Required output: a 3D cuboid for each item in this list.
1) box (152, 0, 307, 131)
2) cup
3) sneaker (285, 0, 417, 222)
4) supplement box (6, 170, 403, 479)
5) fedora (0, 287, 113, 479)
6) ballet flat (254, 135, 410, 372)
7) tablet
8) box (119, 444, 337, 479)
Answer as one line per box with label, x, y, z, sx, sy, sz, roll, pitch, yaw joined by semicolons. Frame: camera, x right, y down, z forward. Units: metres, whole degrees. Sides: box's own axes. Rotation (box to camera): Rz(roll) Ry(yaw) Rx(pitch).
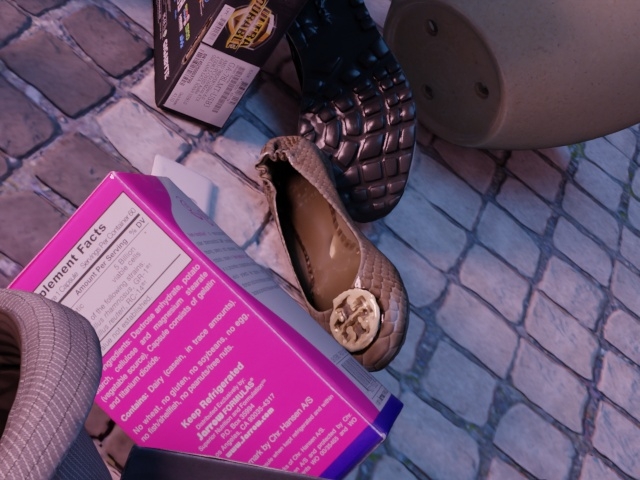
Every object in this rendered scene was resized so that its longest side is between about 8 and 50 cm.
box;-0.055;-0.296;0.996;0.073;0.293;0.295;21;38;-27
cup;0.205;-0.225;1.190;0.237;0.331;0.331;-34;76;-30
sneaker;0.027;-0.146;1.075;0.124;0.107;0.283;59;17;-74
supplement box;-0.069;0.070;0.703;0.220;0.114;0.111;45;7;6
fedora;-0.177;0.146;0.491;0.124;0.243;0.275;58;16;-27
ballet flat;0.000;0.000;0.900;0.058;0.084;0.250;30;27;-42
tablet;-0.111;-0.032;0.901;0.054;0.006;0.083;26;37;-20
box;-0.037;0.243;0.443;0.143;0.165;0.270;8;49;7
